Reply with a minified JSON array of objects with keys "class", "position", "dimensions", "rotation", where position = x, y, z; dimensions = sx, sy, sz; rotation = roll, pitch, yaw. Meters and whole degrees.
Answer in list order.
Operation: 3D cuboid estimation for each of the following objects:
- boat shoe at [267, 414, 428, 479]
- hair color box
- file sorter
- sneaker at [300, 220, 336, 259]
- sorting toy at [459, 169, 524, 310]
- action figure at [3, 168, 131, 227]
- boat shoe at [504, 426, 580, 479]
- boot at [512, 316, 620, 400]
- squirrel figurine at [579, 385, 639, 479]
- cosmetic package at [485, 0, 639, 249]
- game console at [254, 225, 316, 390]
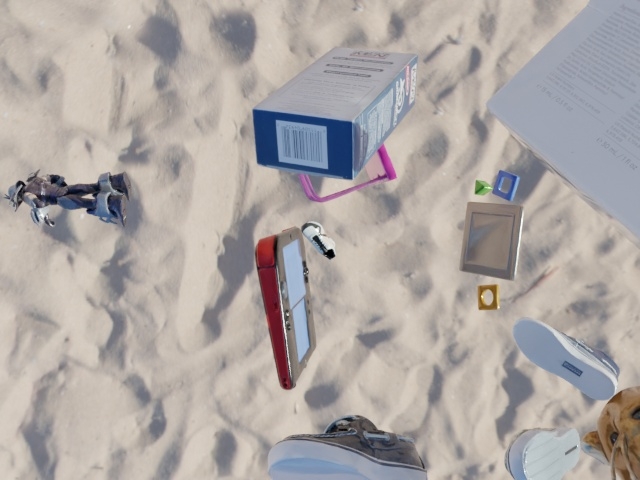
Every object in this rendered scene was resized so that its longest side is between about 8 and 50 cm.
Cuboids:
[{"class":"boat shoe","position":[0.043,0.294,0.946],"dimensions":[0.301,0.102,0.108],"rotation":[24,133,-39]},{"class":"hair color box","position":[0.038,-0.231,1.173],"dimensions":[0.174,0.347,0.105],"rotation":[12,125,20]},{"class":"file sorter","position":[0.030,-0.194,1.512],"dimensions":[0.182,0.291,0.202],"rotation":[-21,93,-1]},{"class":"sneaker","position":[0.000,0.000,1.417],"dimensions":[0.040,0.044,0.109],"rotation":[-37,129,16]},{"class":"sorting toy","position":[0.428,0.001,1.681],"dimensions":[0.047,0.196,0.348],"rotation":[5,93,-32]},{"class":"action figure","position":[-0.592,-0.099,1.578],"dimensions":[0.285,0.185,0.099],"rotation":[2,131,-2]},{"class":"boat shoe","position":[0.413,0.415,1.310],"dimensions":[0.302,0.094,0.109],"rotation":[13,72,-52]},{"class":"boot","position":[0.414,0.189,1.147],"dimensions":[0.190,0.086,0.069],"rotation":[39,118,15]},{"class":"squirrel figurine","position":[0.506,0.367,0.859],"dimensions":[0.281,0.370,0.397],"rotation":[-42,137,13]},{"class":"cosmetic package","position":[0.317,-0.081,0.404],"dimensions":[0.097,0.377,0.284],"rotation":[31,109,-38]},{"class":"game console","position":[-0.068,0.145,1.645],"dimensions":[0.060,0.386,0.342],"rotation":[-11,93,9]}]
